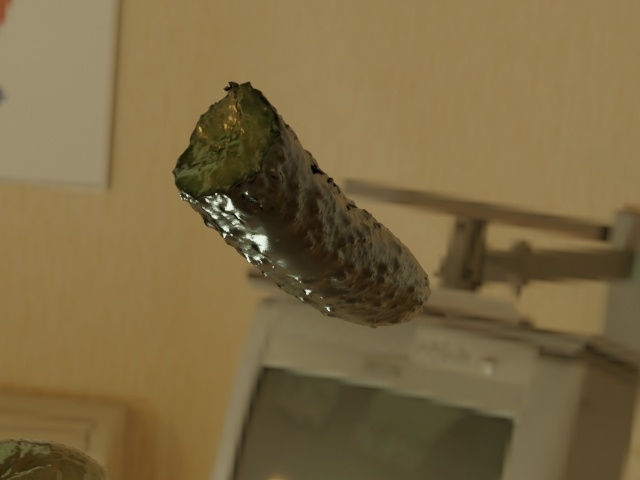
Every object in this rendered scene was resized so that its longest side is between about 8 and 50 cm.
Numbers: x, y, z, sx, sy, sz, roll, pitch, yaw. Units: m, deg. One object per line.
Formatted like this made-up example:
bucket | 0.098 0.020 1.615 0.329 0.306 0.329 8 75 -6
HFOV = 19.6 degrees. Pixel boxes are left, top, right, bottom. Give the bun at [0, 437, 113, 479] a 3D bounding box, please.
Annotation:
bun | -0.234 0.238 1.402 0.193 0.178 0.128 13 170 -30

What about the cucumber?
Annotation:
cucumber | 0.000 0.000 1.142 0.072 0.081 0.303 19 167 29
